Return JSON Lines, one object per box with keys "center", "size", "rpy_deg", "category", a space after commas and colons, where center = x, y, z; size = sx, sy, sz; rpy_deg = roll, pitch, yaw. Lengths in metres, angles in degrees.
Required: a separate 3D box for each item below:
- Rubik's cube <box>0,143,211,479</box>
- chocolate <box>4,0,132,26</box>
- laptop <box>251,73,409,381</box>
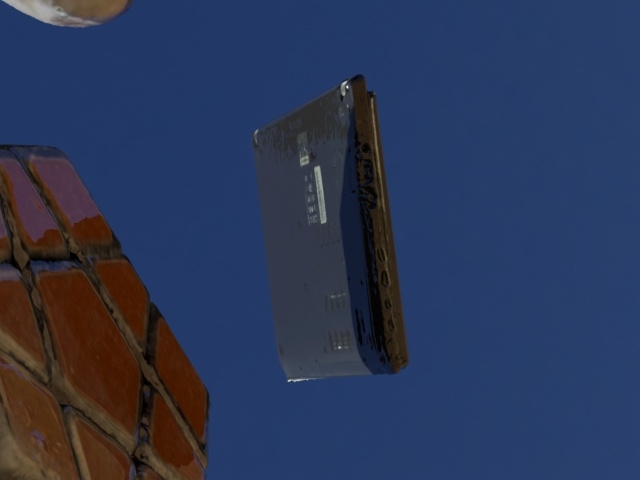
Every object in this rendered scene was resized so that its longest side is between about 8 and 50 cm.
{"center": [-0.195, 0.094, 0.742], "size": [0.264, 0.319, 0.319], "rpy_deg": [28, -101, -19], "category": "Rubik's cube"}
{"center": [-0.166, -0.256, 1.040], "size": [0.100, 0.185, 0.303], "rpy_deg": [-40, -25, -42], "category": "chocolate"}
{"center": [0.000, 0.000, 0.909], "size": [0.016, 0.180, 0.129], "rpy_deg": [-6, -94, -16], "category": "laptop"}
